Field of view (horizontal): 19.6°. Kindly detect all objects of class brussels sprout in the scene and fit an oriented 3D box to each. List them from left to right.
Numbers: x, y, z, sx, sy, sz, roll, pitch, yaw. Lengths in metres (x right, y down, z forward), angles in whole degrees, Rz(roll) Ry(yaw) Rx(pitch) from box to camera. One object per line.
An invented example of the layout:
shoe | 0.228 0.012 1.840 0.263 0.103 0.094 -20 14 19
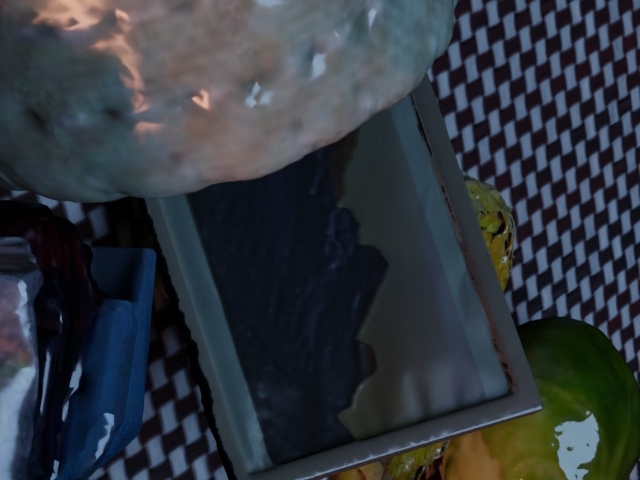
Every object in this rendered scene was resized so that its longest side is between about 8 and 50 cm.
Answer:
brussels sprout | 0.155 0.144 1.316 0.143 0.161 0.181 18 57 -10

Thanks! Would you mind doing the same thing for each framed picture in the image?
framed picture | 0.000 0.000 1.066 0.192 0.018 0.265 -16 81 -17

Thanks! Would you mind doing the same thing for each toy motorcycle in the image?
toy motorcycle | -0.153 0.191 1.003 0.232 0.172 0.416 11 80 -55

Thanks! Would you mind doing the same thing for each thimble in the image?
thimble | -0.087 -0.157 0.901 0.291 0.291 0.195 -37 125 -35

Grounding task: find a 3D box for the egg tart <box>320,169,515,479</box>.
egg tart | 0.044 0.059 1.190 0.234 0.094 0.234 -49 149 -44

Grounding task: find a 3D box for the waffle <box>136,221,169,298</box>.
waffle | -0.037 -0.027 1.149 0.169 0.036 0.183 28 79 -48

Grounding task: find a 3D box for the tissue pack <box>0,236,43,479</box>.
tissue pack | -0.277 0.185 0.787 0.288 0.124 0.394 4 97 -11
